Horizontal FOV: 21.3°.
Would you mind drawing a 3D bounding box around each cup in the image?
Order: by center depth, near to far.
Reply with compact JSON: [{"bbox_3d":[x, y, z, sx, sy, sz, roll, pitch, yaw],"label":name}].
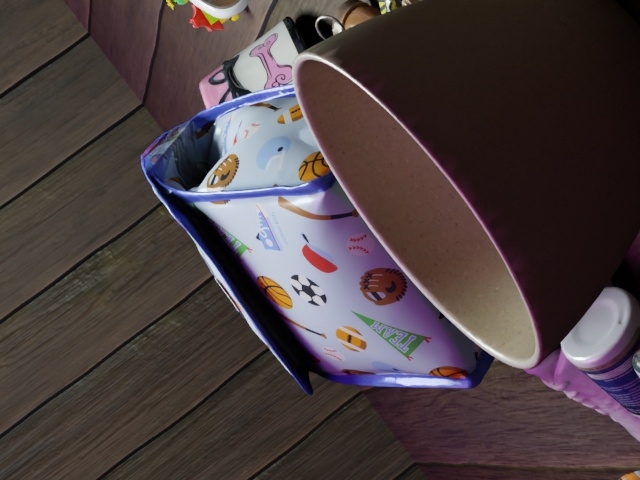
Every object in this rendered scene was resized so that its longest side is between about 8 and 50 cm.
[{"bbox_3d":[0.167,-0.091,1.460,0.331,0.237,0.331,50,170,13],"label":"cup"}]

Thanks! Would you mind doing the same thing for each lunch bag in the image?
[{"bbox_3d":[0.000,0.000,1.928,0.385,0.239,0.328,-1,133,48],"label":"lunch bag"}]

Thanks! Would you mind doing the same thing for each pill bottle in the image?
[{"bbox_3d":[0.336,0.130,1.779,0.169,0.094,0.094,39,177,-30],"label":"pill bottle"}]

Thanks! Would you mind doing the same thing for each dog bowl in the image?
[{"bbox_3d":[-0.031,-0.082,2.256,0.408,0.150,0.408,157,90,-89],"label":"dog bowl"}]

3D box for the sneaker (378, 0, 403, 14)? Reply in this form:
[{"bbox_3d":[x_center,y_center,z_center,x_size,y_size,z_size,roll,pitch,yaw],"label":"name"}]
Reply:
[{"bbox_3d":[0.079,-0.261,1.863,0.083,0.031,0.035,97,149,-69],"label":"sneaker"}]

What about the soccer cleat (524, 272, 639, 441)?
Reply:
[{"bbox_3d":[0.294,0.132,1.887,0.116,0.143,0.331,36,160,57],"label":"soccer cleat"}]

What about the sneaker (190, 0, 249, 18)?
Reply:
[{"bbox_3d":[-0.162,-0.391,2.295,0.290,0.106,0.123,57,180,30],"label":"sneaker"}]

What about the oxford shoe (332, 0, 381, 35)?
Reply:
[{"bbox_3d":[0.082,-0.181,1.985,0.076,0.076,0.212,26,153,47],"label":"oxford shoe"}]

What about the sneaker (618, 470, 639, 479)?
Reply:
[{"bbox_3d":[0.485,0.441,2.198,0.321,0.124,0.180,61,176,15],"label":"sneaker"}]

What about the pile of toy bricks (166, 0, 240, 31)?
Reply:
[{"bbox_3d":[-0.213,-0.390,2.458,0.212,0.105,0.118,56,169,-14],"label":"pile of toy bricks"}]

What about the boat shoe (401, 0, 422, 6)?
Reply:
[{"bbox_3d":[0.118,-0.214,1.779,0.056,0.048,0.153,47,168,30],"label":"boat shoe"}]

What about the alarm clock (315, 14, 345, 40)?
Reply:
[{"bbox_3d":[0.070,-0.184,1.890,0.192,0.064,0.129,39,149,-8],"label":"alarm clock"}]

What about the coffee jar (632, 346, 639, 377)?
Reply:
[{"bbox_3d":[0.395,0.169,1.708,0.184,0.096,0.079,56,171,-21],"label":"coffee jar"}]
